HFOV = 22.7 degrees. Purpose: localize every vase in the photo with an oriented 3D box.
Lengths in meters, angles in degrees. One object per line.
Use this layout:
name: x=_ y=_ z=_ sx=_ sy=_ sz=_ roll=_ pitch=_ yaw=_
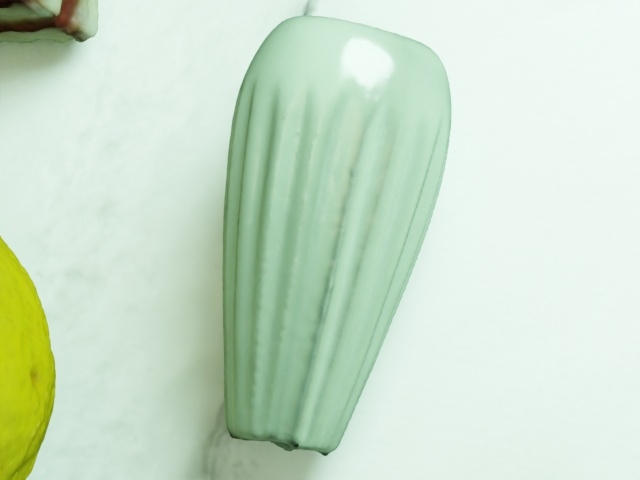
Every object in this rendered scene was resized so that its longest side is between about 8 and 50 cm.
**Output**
vase: x=0.000 y=0.000 z=0.932 sx=0.128 sy=0.128 sz=0.248 roll=11 pitch=89 yaw=20

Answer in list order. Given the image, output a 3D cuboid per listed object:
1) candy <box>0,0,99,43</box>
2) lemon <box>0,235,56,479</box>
candy: x=-0.236 y=-0.291 z=1.066 sx=0.180 sy=0.135 sz=0.320 roll=-1 pitch=75 yaw=18
lemon: x=-0.285 y=0.071 z=0.935 sx=0.267 sy=0.267 sz=0.267 roll=-4 pitch=76 yaw=17
